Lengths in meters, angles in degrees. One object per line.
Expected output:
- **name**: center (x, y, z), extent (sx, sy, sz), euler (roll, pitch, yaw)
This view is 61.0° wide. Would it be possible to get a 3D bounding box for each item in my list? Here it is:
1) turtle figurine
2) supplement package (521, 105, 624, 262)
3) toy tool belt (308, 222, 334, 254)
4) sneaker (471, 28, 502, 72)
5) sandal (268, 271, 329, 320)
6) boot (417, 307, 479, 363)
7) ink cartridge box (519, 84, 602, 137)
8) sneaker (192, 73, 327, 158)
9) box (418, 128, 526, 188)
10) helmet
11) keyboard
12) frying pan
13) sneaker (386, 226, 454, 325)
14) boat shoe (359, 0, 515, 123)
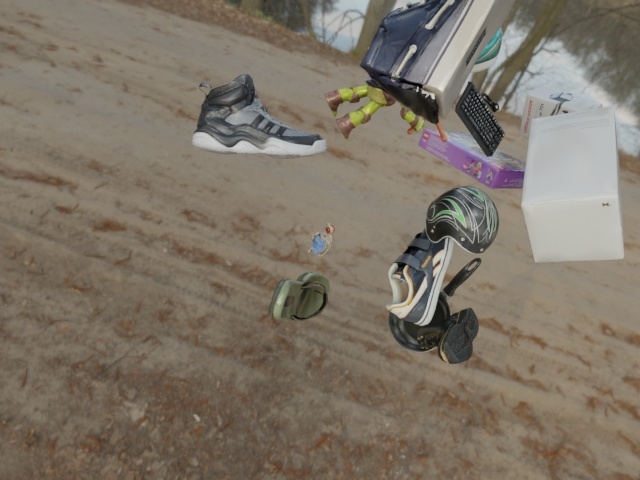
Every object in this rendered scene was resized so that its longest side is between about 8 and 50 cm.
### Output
- **turtle figurine**: center (0.131, -0.292, 1.122), extent (0.270, 0.217, 0.087), euler (65, 8, 6)
- **supplement package**: center (0.540, -0.120, 1.162), extent (0.175, 0.178, 0.293), euler (-4, 44, 30)
- **toy tool belt**: center (0.000, 0.000, 1.292), extent (0.051, 0.083, 0.052), euler (-17, 56, -34)
- **sneaker**: center (0.322, -0.459, 1.347), extent (0.275, 0.110, 0.107), euler (-26, 71, -4)
- **sandal**: center (-0.033, 0.145, 1.294), extent (0.086, 0.120, 0.302), euler (13, 5, 17)
- **boot**: center (0.255, 0.222, 1.176), extent (0.198, 0.137, 0.077), euler (-24, 90, -57)
- **ink cartridge box**: center (0.679, -0.343, 1.548), extent (0.082, 0.140, 0.190), euler (-34, 48, -27)
- **sneaker**: center (-0.113, -0.243, 1.071), extent (0.268, 0.153, 0.101), euler (2, 5, -14)
- **box**: center (0.450, -0.236, 1.557), extent (0.200, 0.057, 0.293), euler (-4, 33, -36)
- **helmet**: center (0.358, -0.050, 1.344), extent (0.169, 0.170, 0.161), euler (-7, 2, -35)
- **keyboard**: center (0.374, -0.284, 1.241), extent (0.023, 0.108, 0.180), euler (14, -20, 48)
- **frying pan**: center (0.317, 0.166, 1.574), extent (0.197, 0.326, 0.053), euler (28, 4, 37)
- **sneaker**: center (0.272, 0.064, 1.494), extent (0.127, 0.321, 0.126), euler (19, -11, -14)
- **boat shoe**: center (0.198, -0.364, 0.867), extent (0.158, 0.341, 0.127), euler (29, -9, 20)
